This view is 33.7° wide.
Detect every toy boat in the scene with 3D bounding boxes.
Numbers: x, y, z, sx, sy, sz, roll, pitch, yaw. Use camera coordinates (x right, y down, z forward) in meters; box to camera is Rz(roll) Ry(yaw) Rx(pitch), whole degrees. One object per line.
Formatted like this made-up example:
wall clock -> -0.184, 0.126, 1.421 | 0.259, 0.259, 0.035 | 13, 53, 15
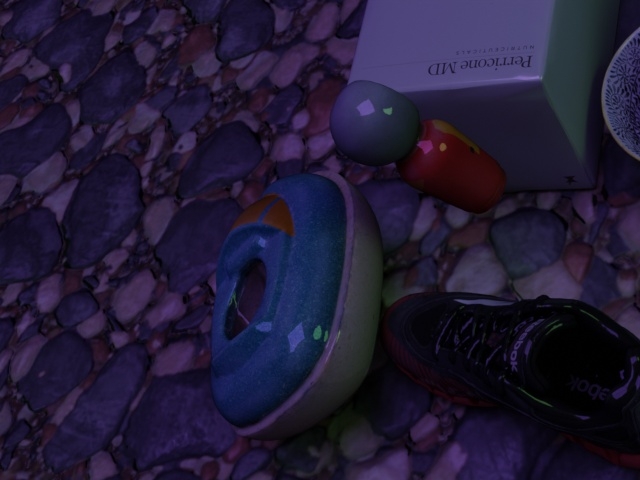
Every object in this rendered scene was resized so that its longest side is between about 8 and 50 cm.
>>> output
toy boat -> 0.000, 0.000, 0.878 | 0.318, 0.148, 0.267 | -45, 29, 34

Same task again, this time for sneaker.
sneaker -> 0.151, 0.086, 0.812 | 0.276, 0.135, 0.097 | 18, 75, 37

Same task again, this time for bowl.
bowl -> 0.323, -0.109, 0.860 | 0.170, 0.080, 0.170 | -14, 58, 23

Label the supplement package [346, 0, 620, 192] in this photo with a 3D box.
supplement package -> 0.160, -0.210, 0.951 | 0.178, 0.175, 0.292 | -1, 63, 29
